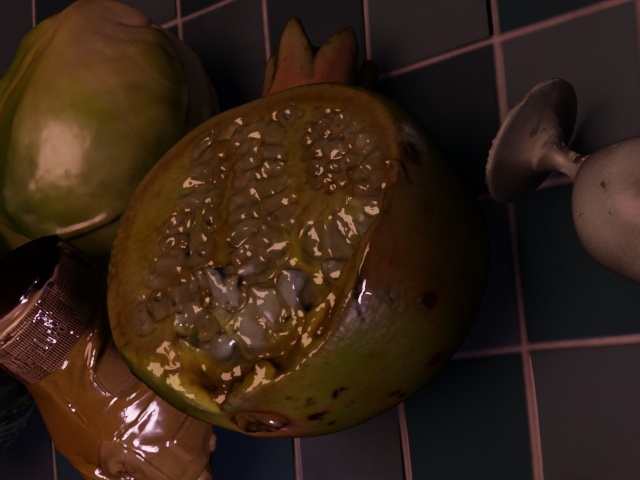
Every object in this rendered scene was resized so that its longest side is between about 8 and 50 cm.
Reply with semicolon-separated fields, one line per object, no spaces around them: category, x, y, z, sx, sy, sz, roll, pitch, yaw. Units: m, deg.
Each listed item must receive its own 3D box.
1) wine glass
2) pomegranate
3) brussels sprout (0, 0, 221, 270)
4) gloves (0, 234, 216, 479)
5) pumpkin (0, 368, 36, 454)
wine glass;0.229;-0.017;0.773;0.231;0.103;0.103;37;111;35
pomegranate;0.000;0.000;0.922;0.310;0.216;0.358;-17;45;36
brussels sprout;-0.210;-0.071;1.082;0.259;0.227;0.294;18;89;44
gloves;-0.172;0.138;1.017;0.141;0.331;0.154;-16;41;23
pumpkin;-0.422;0.138;1.239;0.197;0.263;0.293;29;106;33
